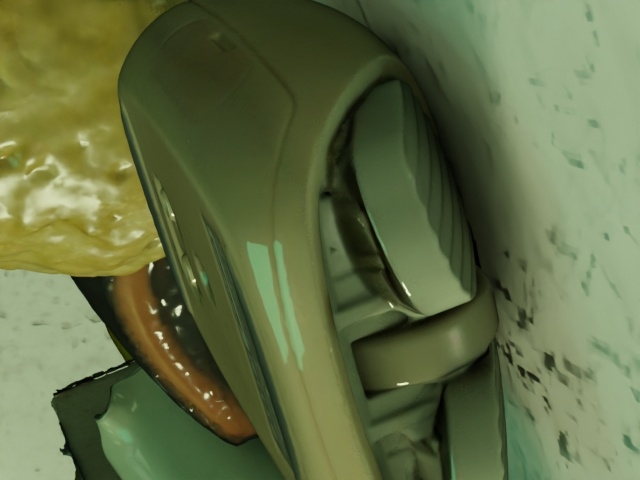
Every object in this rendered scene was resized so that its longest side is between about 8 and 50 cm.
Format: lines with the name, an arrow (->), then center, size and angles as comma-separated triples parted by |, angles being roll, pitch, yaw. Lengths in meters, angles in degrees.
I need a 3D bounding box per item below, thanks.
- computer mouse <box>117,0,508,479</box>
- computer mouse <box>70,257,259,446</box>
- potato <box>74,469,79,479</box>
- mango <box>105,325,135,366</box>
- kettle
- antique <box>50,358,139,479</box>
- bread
computer mouse -> 0.000, 0.000, 0.613 | 0.236, 0.082, 0.145 | -136, 27, -67
computer mouse -> -0.083, -0.028, 0.995 | 0.183, 0.116, 0.323 | -112, 6, -46
potato -> -0.094, 0.264, 1.547 | 0.307, 0.173, 0.210 | -117, 12, -54
mango -> -0.100, 0.067, 1.431 | 0.195, 0.092, 0.130 | 63, 172, -20
kettle -> -0.043, 0.132, 1.121 | 0.148, 0.126, 0.098 | 42, 138, 45
antique -> -0.079, 0.158, 1.296 | 0.148, 0.146, 0.152 | 80, 166, -61
bread -> -0.132, -0.101, 0.792 | 0.244, 0.134, 0.245 | 10, 104, 45
